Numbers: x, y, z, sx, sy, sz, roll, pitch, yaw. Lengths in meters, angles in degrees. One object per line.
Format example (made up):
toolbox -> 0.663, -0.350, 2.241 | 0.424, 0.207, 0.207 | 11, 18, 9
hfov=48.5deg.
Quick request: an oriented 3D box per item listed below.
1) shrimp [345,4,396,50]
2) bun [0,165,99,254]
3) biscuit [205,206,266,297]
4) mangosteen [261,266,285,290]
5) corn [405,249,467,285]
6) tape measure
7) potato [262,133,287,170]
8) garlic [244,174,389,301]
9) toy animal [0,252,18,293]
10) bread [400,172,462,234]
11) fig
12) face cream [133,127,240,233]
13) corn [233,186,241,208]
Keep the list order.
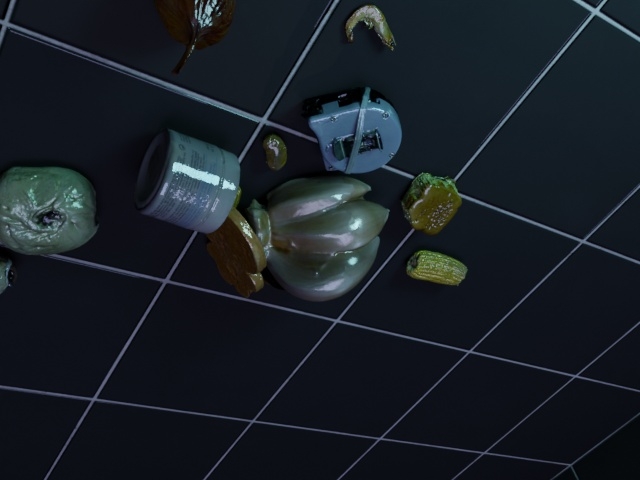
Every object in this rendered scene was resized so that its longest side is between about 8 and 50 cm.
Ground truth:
shrimp -> 0.094, -0.392, 1.352 | 0.083, 0.023, 0.114 | -31, 129, 18
bun -> -0.560, -0.050, 1.428 | 0.221, 0.108, 0.221 | -9, 136, -8
biscuit -> -0.189, 0.018, 1.564 | 0.044, 0.202, 0.288 | -40, 149, -25
mangosteen -> -0.084, 0.061, 1.687 | 0.140, 0.140, 0.140 | -9, 135, -9
corn -> 0.302, 0.074, 1.842 | 0.165, 0.063, 0.085 | 17, 103, -30
tape measure -> 0.074, -0.223, 1.454 | 0.181, 0.107, 0.182 | -17, 134, 10
potato -> -0.093, -0.184, 1.484 | 0.047, 0.045, 0.092 | 11, 138, 23
garlic -> 0.000, -0.001, 1.566 | 0.325, 0.132, 0.278 | -1, 103, -3
toy animal -> -0.712, 0.057, 1.520 | 0.098, 0.137, 0.098 | -42, 169, -10
bread -> 0.254, -0.087, 1.667 | 0.128, 0.069, 0.140 | 14, 127, -27
fig -> -0.210, -0.365, 1.166 | 0.134, 0.201, 0.146 | -23, 130, 19
face cream -> -0.266, -0.116, 1.402 | 0.153, 0.177, 0.177 | 20, 125, -32
corn -> -0.198, -0.085, 1.556 | 0.037, 0.037, 0.092 | 9, 129, -24
